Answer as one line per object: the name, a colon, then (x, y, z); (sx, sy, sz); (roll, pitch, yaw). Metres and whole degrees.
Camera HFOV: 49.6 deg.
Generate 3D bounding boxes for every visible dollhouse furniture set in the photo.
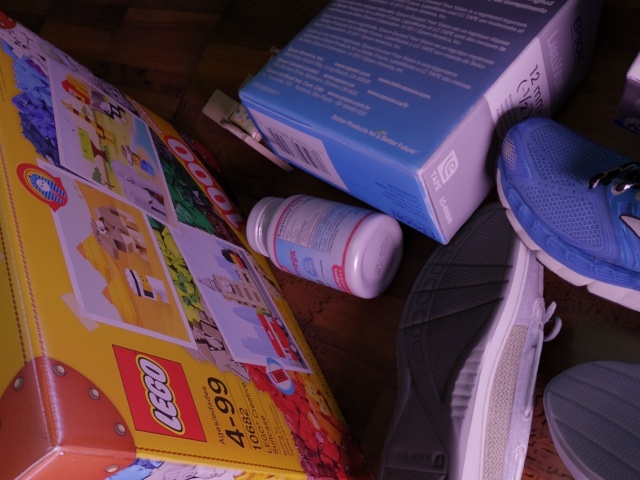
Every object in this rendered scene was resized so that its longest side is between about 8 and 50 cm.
dollhouse furniture set: (-0.059, -0.208, 0.848); (0.161, 0.101, 0.182); (38, 94, 39)

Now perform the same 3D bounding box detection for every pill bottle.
pill bottle: (0.000, 0.000, 0.726); (0.160, 0.087, 0.087); (16, 80, 39)

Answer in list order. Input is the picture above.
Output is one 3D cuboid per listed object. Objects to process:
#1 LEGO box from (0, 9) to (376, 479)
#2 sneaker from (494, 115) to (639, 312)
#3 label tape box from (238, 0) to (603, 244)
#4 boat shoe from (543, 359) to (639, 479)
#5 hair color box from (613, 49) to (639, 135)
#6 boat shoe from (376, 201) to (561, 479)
LEGO box: (-0.208, 0.051, 0.666); (0.193, 0.372, 0.500); (-40, 53, 14)
sneaker: (0.269, -0.015, 0.486); (0.129, 0.147, 0.330); (-30, 50, -28)
label tape box: (0.125, -0.195, 0.697); (0.249, 0.115, 0.348); (31, 71, 39)
boat shoe: (0.249, 0.178, 0.438); (0.109, 0.094, 0.302); (-28, 23, -6)
hair color box: (0.388, -0.204, 0.503); (0.185, 0.110, 0.339); (32, 89, 20)
boat shoe: (0.133, 0.121, 0.586); (0.118, 0.103, 0.321); (-14, 55, 51)
